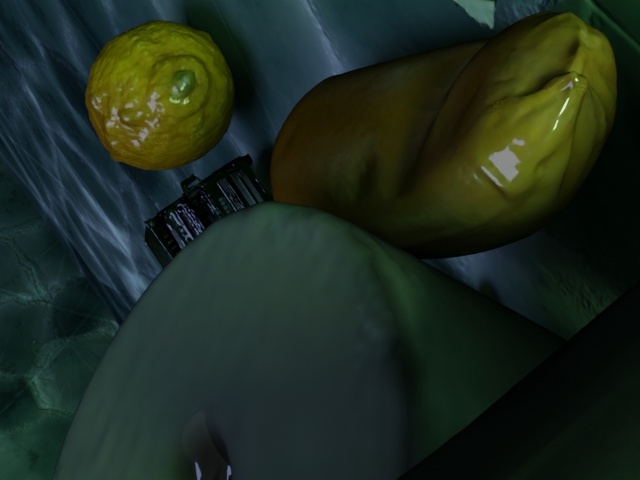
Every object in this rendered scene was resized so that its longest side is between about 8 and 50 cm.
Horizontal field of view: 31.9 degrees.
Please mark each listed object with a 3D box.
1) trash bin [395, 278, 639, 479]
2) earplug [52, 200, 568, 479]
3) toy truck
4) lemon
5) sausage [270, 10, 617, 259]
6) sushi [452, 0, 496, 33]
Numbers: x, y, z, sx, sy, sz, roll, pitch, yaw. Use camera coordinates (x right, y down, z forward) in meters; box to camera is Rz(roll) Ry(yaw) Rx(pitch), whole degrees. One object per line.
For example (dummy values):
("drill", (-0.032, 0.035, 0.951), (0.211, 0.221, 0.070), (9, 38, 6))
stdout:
("trash bin", (0.167, 0.100, 0.393), (0.252, 0.301, 0.203), (44, 158, 24))
("earplug", (0.074, 0.192, 0.675), (0.394, 0.313, 0.312), (26, -179, -35))
("toy truck", (-0.118, -0.015, 1.197), (0.088, 0.121, 0.259), (55, 168, 0))
("lemon", (-0.150, -0.138, 1.061), (0.142, 0.142, 0.187), (59, 159, -9))
("sausage", (0.067, -0.052, 0.666), (0.116, 0.134, 0.354), (41, 168, -16))
("sushi", (0.013, -0.284, 0.513), (0.294, 0.059, 0.292), (46, 160, 30))
